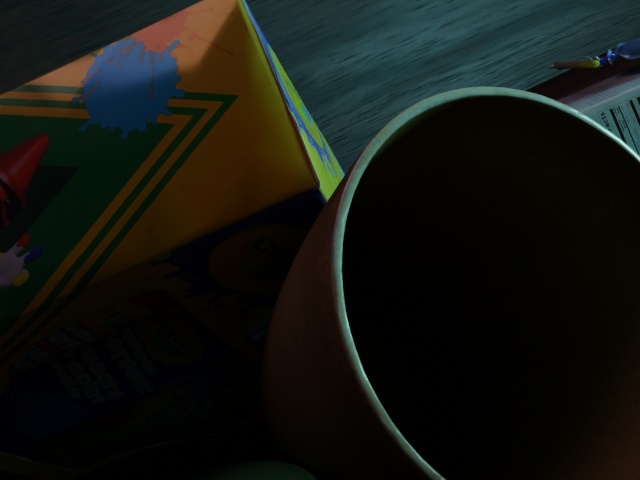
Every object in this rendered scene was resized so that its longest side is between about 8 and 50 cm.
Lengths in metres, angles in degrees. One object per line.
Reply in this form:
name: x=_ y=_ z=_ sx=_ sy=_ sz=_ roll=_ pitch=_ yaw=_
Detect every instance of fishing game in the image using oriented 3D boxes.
fishing game: x=0.372 y=-0.196 z=1.122 sx=0.264 sy=0.041 sz=0.189 roll=-16 pitch=10 yaw=-6

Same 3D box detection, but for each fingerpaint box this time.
fingerpaint box: x=-0.139 y=0.047 z=0.896 sx=0.371 sy=0.163 sz=0.445 roll=-24 pitch=-22 yaw=4

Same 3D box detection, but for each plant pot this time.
plant pot: x=0.063 y=0.072 z=0.684 sx=0.237 sy=0.237 sz=0.254 roll=-29 pitch=-6 yaw=-31

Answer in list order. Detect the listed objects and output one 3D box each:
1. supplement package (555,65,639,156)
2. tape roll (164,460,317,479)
supplement package: x=0.251 y=-0.058 z=1.098 sx=0.203 sy=0.149 sz=0.194 roll=-23 pitch=7 yaw=9
tape roll: x=-0.129 y=0.232 z=0.613 sx=0.321 sy=0.077 sz=0.321 roll=-24 pitch=7 yaw=3
